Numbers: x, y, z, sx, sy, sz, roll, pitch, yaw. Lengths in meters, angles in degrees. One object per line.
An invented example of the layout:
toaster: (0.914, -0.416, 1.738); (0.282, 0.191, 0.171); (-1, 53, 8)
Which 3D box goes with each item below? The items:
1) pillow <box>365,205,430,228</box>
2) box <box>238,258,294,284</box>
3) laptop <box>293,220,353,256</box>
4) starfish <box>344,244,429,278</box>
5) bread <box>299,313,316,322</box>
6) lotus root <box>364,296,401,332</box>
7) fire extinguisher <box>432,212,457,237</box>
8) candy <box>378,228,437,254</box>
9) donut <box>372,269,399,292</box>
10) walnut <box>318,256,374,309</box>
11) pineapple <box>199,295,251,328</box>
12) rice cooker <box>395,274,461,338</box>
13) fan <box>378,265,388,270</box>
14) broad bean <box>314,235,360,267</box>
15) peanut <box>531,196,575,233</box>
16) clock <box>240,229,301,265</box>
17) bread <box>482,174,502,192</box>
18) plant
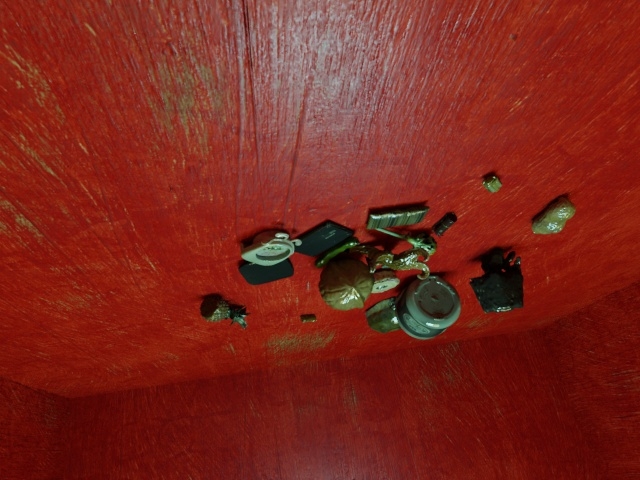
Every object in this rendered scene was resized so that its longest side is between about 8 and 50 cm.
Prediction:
pillow: (0.258, -0.077, 1.454); (0.204, 0.038, 0.113); (-7, 157, -5)
box: (-0.207, 0.114, 1.662); (0.201, 0.042, 0.212); (-13, 153, 5)
laptop: (0.000, 0.000, 1.526); (0.207, 0.026, 0.154); (-29, 148, 32)
starfish: (0.263, 0.073, 1.594); (0.312, 0.113, 0.303); (6, 177, 40)
bread: (-0.066, 0.425, 2.343); (0.083, 0.047, 0.036); (-1, 122, -22)
lotus root: (0.434, 0.414, 2.393); (0.267, 0.149, 0.260); (0, 153, -27)
fire extinguisher: (0.450, -0.052, 1.574); (0.056, 0.039, 0.132); (28, 148, -2)
candy: (0.306, -0.014, 1.582); (0.306, 0.091, 0.083); (18, 123, -26)
donut: (0.273, 0.185, 1.955); (0.175, 0.068, 0.174); (-10, 156, -5)
walnut: (0.101, 0.170, 1.679); (0.225, 0.224, 0.261); (-7, -178, -7)
pineapple: (-0.430, 0.331, 1.942); (0.130, 0.119, 0.277); (-36, 151, 9)
rice cooker: (0.518, 0.331, 2.115); (0.289, 0.288, 0.277); (-5, 154, -11)
fan: (0.286, 0.119, 1.896); (0.056, 0.004, 0.083); (11, 147, -41)
broad bean: (0.059, 0.041, 1.598); (0.052, 0.052, 0.256); (13, 148, -38)
peanut: (0.878, -0.086, 1.616); (0.100, 0.099, 0.214); (-6, 148, -9)
clock: (-0.165, 0.019, 1.465); (0.191, 0.062, 0.151); (-26, 149, 29)
bread: (0.543, -0.180, 1.355); (0.049, 0.033, 0.088); (-42, 147, 24)
plant: (0.787, 0.182, 1.917); (0.189, 0.276, 0.199); (5, 159, -21)
